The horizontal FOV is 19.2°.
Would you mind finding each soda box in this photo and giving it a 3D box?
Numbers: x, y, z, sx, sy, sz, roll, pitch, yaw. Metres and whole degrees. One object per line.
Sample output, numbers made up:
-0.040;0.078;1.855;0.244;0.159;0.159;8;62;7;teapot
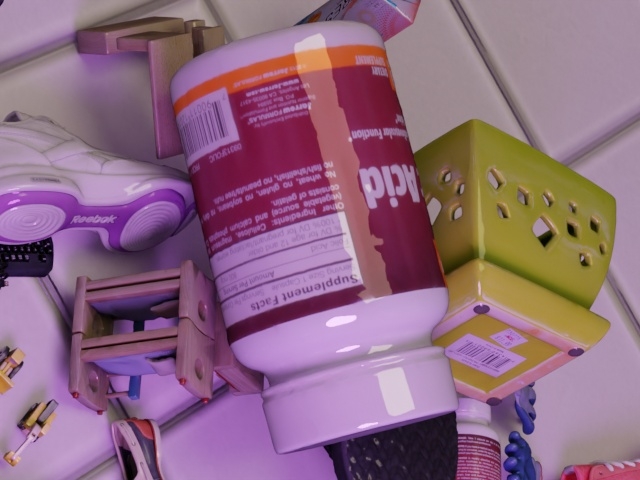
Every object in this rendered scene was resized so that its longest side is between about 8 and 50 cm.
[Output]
0.036;-0.250;2.187;0.063;0.183;0.058;36;50;-21;soda box

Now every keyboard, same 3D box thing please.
-0.337;0.007;1.844;0.192;0.038;0.100;1;70;-40;keyboard

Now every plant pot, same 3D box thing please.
0.173;0.039;2.039;0.228;0.227;0.207;25;49;-31;plant pot

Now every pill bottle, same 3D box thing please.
0.000;0.000;1.872;0.224;0.224;0.392;-8;80;-43;pill bottle
0.161;0.259;2.127;0.086;0.086;0.152;20;59;-33;pill bottle

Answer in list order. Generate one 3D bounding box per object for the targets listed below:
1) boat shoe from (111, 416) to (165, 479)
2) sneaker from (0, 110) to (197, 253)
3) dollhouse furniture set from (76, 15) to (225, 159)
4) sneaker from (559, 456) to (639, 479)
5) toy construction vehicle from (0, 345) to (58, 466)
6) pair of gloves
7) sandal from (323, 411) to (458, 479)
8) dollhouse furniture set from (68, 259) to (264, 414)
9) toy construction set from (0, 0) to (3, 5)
-0.177;0.240;1.867;0.043;0.049;0.137;4;66;-37;boat shoe
-0.241;-0.071;1.910;0.305;0.114;0.152;8;44;-50;sneaker
-0.174;-0.167;2.021;0.144;0.151;0.123;-18;110;-45;dollhouse furniture set
0.356;0.304;2.258;0.136;0.116;0.314;54;46;-6;sneaker
-0.294;0.157;1.811;0.086;0.035;0.098;49;47;-13;toy construction vehicle
0.233;0.222;2.201;0.159;0.023;0.198;45;43;-65;pair of gloves
0.059;0.145;2.096;0.167;0.107;0.445;26;42;-29;sandal
-0.152;0.122;1.918;0.183;0.129;0.129;48;39;-56;dollhouse furniture set
-0.449;-0.356;1.831;0.309;0.257;0.237;6;45;-15;toy construction set
